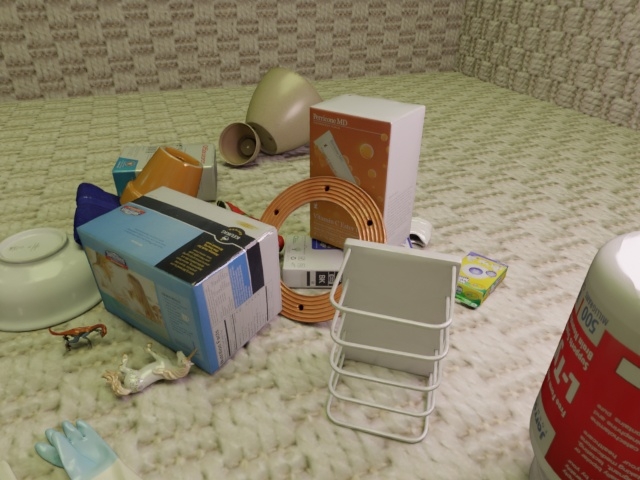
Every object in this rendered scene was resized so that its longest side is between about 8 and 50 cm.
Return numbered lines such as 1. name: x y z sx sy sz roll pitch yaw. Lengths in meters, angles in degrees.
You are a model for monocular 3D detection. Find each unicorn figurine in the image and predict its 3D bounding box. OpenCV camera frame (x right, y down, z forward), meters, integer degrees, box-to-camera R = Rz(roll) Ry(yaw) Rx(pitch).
1. unicorn figurine: -0.313 0.238 0.842 0.162 0.060 0.111 -36 46 -23

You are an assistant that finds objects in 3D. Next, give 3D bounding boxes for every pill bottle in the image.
1. pill bottle: 0.406 0.213 0.565 0.228 0.408 0.229 1 31 -1

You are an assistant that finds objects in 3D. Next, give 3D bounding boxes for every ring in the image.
1. ring: -0.009 0.017 1.020 0.336 0.337 0.032 21 -4 29

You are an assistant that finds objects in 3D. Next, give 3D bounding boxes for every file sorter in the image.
1. file sorter: 0.113 0.169 0.752 0.192 0.278 0.173 9 34 13

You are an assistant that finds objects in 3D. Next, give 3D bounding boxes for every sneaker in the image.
1. sneaker: -0.204 -0.028 1.259 0.118 0.107 0.279 -3 30 -44
2. sneaker: 0.209 -0.031 1.281 0.212 0.080 0.094 10 44 12

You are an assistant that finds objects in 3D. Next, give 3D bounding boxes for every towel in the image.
1. towel: -0.534 -0.038 1.193 0.227 0.076 0.308 20 17 -33

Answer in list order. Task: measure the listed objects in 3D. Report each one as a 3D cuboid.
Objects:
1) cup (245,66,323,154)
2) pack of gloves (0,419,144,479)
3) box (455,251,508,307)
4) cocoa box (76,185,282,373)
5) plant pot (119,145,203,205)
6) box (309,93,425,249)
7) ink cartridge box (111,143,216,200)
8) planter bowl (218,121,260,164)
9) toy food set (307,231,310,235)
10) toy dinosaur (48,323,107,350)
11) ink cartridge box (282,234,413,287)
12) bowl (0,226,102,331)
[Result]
1. cup: -0.169 -0.489 1.822 0.331 0.331 0.237 23 62 31
2. pack of gloves: -0.391 0.359 0.645 0.232 0.046 0.195 22 36 31
3. box: 0.375 0.095 1.105 0.105 0.043 0.179 24 40 33
4. cocoa box: -0.286 0.065 0.945 0.347 0.232 0.228 20 39 28
5. plant pot: -0.428 -0.155 1.269 0.205 0.188 0.205 28 13 -7
6. box: 0.105 -0.155 1.093 0.214 0.346 0.168 20 36 30
7. ink cartridge box: -0.507 -0.227 1.512 0.307 0.129 0.223 -4 32 -9
8. planter bowl: -0.300 -0.368 1.748 0.162 0.162 0.109 11 5 15
9. toy food set: 0.000 0.000 1.265 0.082 0.020 0.083 7 32 9
10. toy dinosaur: -0.477 0.188 0.903 0.082 0.090 0.047 -32 52 5
11. ink cartridge box: 0.072 0.051 1.146 0.332 0.065 0.165 0 31 1
12. bowl: -0.646 0.061 1.038 0.297 0.134 0.298 1 31 -1
